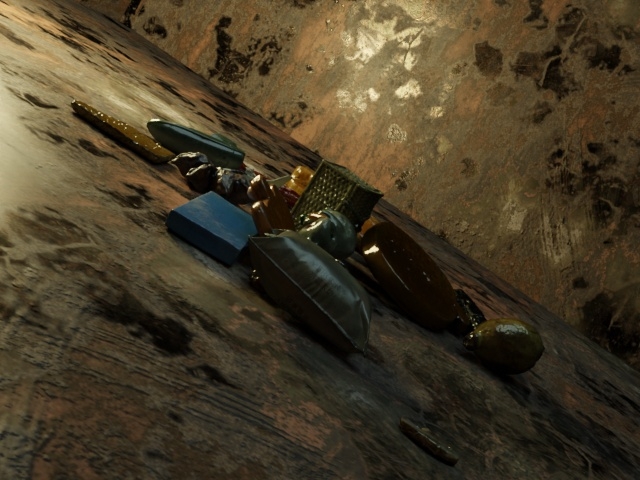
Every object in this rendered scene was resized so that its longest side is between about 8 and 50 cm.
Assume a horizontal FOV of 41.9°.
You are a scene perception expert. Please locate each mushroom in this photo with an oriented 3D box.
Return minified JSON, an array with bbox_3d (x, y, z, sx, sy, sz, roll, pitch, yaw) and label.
[{"bbox_3d":[0.157,0.290,1.211,0.101,0.019,0.049,35,10,9],"label":"mushroom"}]

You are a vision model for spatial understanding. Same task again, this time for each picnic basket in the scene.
[{"bbox_3d":[0.040,-0.073,2.060,0.154,0.196,0.134,38,11,25],"label":"picnic basket"}]

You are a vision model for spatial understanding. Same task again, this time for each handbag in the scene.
[{"bbox_3d":[-0.008,0.078,1.422,0.270,0.117,0.182,44,10,2],"label":"handbag"}]

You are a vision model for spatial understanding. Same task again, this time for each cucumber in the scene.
[{"bbox_3d":[0.388,0.204,2.171,0.072,0.072,0.300,30,12,-16],"label":"cucumber"}]

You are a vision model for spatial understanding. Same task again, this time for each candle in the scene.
[{"bbox_3d":[-0.180,-0.168,2.251,0.329,0.051,0.048,26,15,-31],"label":"candle"}]

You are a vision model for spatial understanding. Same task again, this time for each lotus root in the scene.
[{"bbox_3d":[0.421,0.238,1.925,0.214,0.138,0.138,18,16,-30],"label":"lotus root"}]

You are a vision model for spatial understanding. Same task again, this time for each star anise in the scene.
[{"bbox_3d":[-0.234,-0.136,1.885,0.212,0.073,0.197,25,10,-23],"label":"star anise"}]

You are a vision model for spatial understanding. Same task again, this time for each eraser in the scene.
[{"bbox_3d":[-0.192,-0.028,1.590,0.144,0.042,0.312,32,10,-1],"label":"eraser"}]

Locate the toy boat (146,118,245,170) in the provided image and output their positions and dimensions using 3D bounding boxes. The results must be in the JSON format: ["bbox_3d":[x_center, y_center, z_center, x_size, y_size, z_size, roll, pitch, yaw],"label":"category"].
[{"bbox_3d":[-0.315,-0.250,2.107,0.261,0.078,0.085,19,54,-26],"label":"toy boat"}]

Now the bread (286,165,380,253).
[{"bbox_3d":[0.067,-0.071,2.393,0.380,0.109,0.185,39,7,26],"label":"bread"}]

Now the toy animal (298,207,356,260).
[{"bbox_3d":[0.003,-0.001,1.859,0.127,0.125,0.251,6,12,13],"label":"toy animal"}]

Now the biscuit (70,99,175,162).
[{"bbox_3d":[-0.446,-0.244,1.888,0.237,0.026,0.131,32,9,2],"label":"biscuit"}]

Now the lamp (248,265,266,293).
[{"bbox_3d":[-0.097,0.070,1.456,0.063,0.031,0.083,30,14,-6],"label":"lamp"}]

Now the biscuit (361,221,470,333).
[{"bbox_3d":[0.231,0.103,2.081,0.350,0.070,0.394,48,17,3],"label":"biscuit"}]

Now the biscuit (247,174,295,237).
[{"bbox_3d":[-0.090,-0.027,1.668,0.324,0.049,0.205,-94,159,-66],"label":"biscuit"}]

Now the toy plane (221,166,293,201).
[{"bbox_3d":[-0.175,-0.140,2.106,0.234,0.082,0.160,3,38,-41],"label":"toy plane"}]
